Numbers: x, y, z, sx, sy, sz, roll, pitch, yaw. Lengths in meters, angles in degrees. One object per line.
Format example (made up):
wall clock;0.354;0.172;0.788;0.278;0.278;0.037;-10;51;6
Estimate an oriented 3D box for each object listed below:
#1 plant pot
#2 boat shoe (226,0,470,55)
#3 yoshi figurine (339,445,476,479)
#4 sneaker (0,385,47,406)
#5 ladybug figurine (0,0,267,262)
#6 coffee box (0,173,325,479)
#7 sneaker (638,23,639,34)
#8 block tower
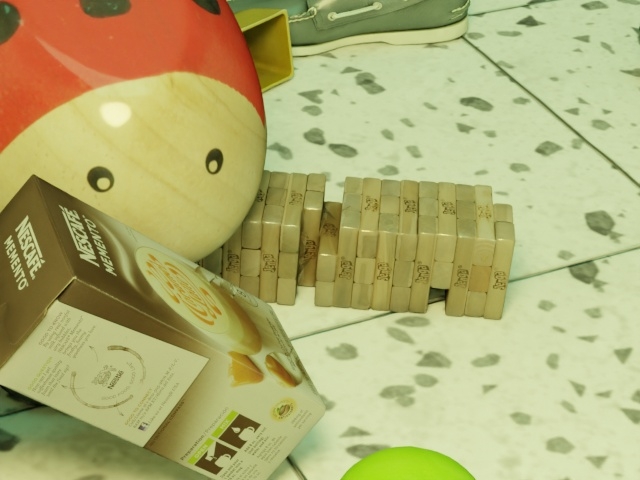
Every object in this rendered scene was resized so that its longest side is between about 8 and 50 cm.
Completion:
plant pot;-0.089;-0.214;1.676;0.083;0.081;0.081;18;36;39
boat shoe;0.022;-0.287;1.768;0.319;0.099;0.116;-5;35;-11
yoshi figurine;0.040;0.229;0.886;0.203;0.203;0.362;-11;16;-1
sneaker;-0.291;0.028;1.227;0.267;0.106;0.101;28;44;7
ladybug figurine;-0.206;-0.172;1.294;0.305;0.162;0.449;-15;55;-25
coffee box;-0.130;0.073;1.114;0.246;0.098;0.141;31;16;-37
sneaker;0.493;-0.257;1.762;0.302;0.108;0.121;-1;33;-20
block tower;0.000;0.000;1.356;0.335;0.097;0.091;5;34;1
